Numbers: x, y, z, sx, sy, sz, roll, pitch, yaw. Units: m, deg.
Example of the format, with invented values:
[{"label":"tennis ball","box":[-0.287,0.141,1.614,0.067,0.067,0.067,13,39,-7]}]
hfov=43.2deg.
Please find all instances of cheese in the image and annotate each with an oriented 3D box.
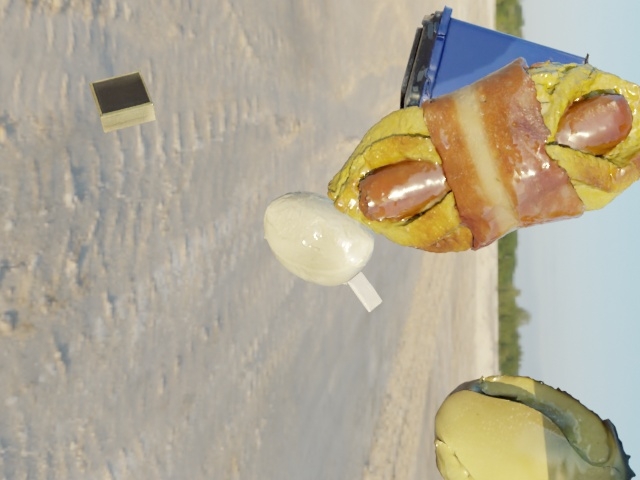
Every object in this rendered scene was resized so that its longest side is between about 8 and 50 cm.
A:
[{"label":"cheese","box":[0.000,0.000,1.451,0.189,0.198,0.154,10,104,-82]}]

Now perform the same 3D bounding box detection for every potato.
[{"label":"potato","box":[0.325,0.329,1.219,0.242,0.285,0.242,6,90,-66]}]

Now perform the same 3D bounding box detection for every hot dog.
[{"label":"hot dog","box":[0.132,-0.061,0.584,0.093,0.262,0.123,0,68,-82]}]

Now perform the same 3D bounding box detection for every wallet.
[{"label":"wallet","box":[0.096,0.111,1.757,0.083,0.044,0.011,55,-28,0]}]

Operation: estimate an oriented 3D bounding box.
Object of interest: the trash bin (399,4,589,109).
[{"label":"trash bin","box":[0.232,-0.198,1.119,0.162,0.235,0.184,74,30,-76]}]

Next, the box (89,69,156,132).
[{"label":"box","box":[-0.290,-0.206,1.185,0.035,0.079,0.083,92,-24,-54]}]
